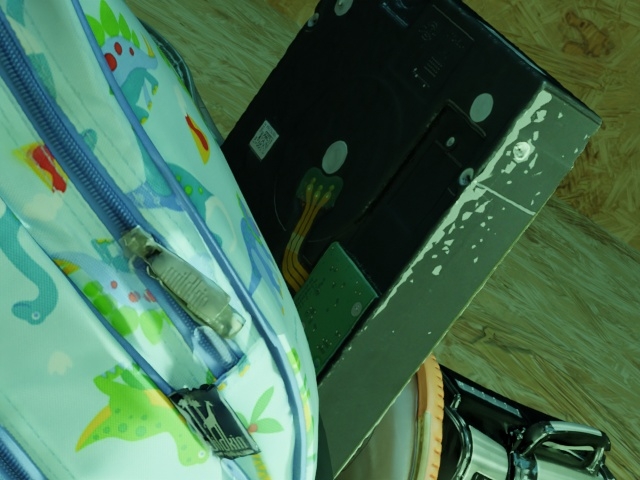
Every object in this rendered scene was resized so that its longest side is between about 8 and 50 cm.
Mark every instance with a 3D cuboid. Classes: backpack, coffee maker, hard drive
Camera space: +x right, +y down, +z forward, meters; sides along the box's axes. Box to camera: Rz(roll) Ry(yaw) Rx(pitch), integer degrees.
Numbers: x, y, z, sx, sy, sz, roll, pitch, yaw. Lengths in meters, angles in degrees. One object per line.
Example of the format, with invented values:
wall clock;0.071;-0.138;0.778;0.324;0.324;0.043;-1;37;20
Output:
backpack;-0.138;0.006;0.613;0.355;0.273;0.290;41;11;-26
coffee maker;0.117;0.170;1.131;0.178;0.120;0.171;27;-7;-32
hard drive;0.000;0.000;0.918;0.064;0.339;0.237;27;15;-36

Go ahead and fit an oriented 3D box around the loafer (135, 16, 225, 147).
loafer;-0.137;-0.093;1.390;0.267;0.096;0.084;55;-7;16

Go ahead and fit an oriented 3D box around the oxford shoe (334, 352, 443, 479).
oxford shoe;-0.004;0.089;1.042;0.132;0.130;0.364;11;37;-19
